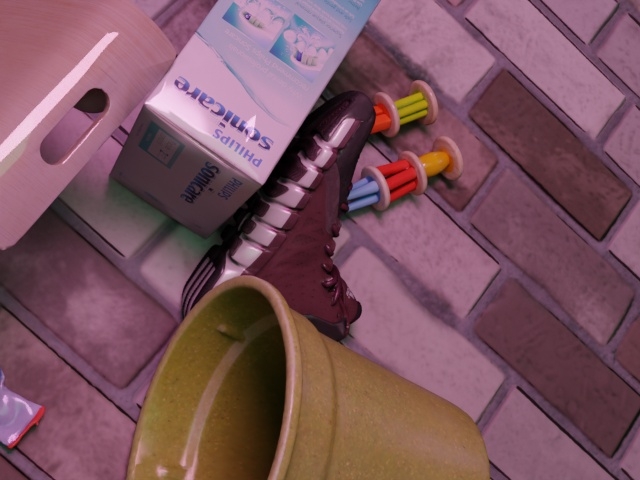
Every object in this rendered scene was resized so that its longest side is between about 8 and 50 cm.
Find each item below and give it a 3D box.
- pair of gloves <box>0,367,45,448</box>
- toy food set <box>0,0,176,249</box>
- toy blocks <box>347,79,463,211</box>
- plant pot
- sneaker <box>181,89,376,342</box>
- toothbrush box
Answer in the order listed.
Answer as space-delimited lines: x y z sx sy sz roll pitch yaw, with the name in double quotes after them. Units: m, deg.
-0.355 0.171 0.850 0.159 0.023 0.198 38 67 -8 "pair of gloves"
-0.295 -0.123 0.824 0.220 0.306 0.092 -54 141 -21 "toy food set"
0.069 -0.099 1.052 0.148 0.054 0.123 -23 86 -23 "toy blocks"
0.001 0.200 0.858 0.254 0.276 0.276 22 70 -28 "plant pot"
0.000 0.000 0.959 0.162 0.106 0.281 35 98 -21 "sneaker"
-0.062 -0.170 0.934 0.126 0.216 0.295 34 70 -10 "toothbrush box"
